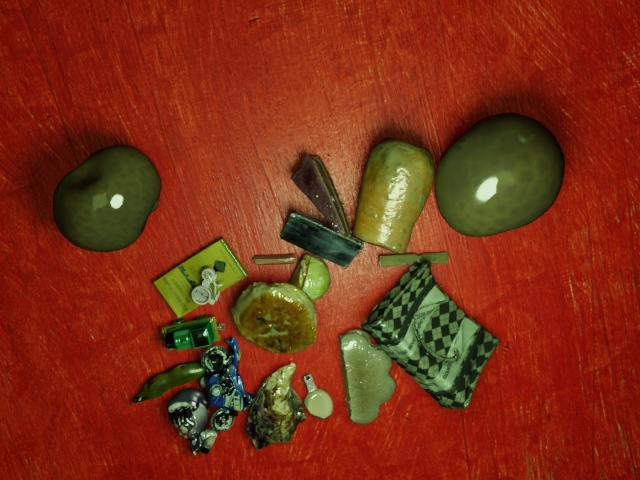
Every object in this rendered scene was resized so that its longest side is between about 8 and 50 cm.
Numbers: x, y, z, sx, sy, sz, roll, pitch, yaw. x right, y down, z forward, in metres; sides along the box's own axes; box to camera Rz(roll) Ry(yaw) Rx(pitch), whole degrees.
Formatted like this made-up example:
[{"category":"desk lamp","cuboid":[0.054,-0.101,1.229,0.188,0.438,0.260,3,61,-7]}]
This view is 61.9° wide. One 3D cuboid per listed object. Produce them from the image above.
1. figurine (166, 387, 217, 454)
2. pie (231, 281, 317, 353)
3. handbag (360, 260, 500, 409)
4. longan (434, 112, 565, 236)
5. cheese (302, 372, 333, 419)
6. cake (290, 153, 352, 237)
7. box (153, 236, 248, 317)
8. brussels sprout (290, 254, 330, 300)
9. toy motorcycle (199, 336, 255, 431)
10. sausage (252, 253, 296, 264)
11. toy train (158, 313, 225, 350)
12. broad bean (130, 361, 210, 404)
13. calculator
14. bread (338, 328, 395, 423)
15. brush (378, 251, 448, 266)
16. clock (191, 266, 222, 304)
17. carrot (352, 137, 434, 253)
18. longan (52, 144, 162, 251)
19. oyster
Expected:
[{"category":"figurine","cuboid":[-0.431,0.613,1.830,0.145,0.145,0.222,-24,106,2]},{"category":"pie","cuboid":[-0.145,0.263,1.750,0.315,0.092,0.315,7,129,9]},{"category":"handbag","cuboid":[0.374,0.298,1.747,0.416,0.180,0.317,44,65,-10]},{"category":"longan","cuboid":[0.543,-0.192,1.626,0.404,0.336,0.405,-20,135,-21]},{"category":"cheese","cuboid":[-0.022,0.553,1.873,0.092,0.047,0.171,-43,101,-16]},{"category":"cake","cuboid":[0.005,-0.128,1.692,0.112,0.116,0.295,-36,71,19]},{"category":"box","cuboid":[-0.402,0.126,1.793,0.279,0.041,0.153,-32,100,3]},{"category":"brussels sprout","cuboid":[-0.023,0.129,1.763,0.122,0.149,0.152,14,116,-22]},{"category":"toy motorcycle","cuboid":[-0.311,0.488,1.814,0.168,0.113,0.316,-11,100,-28]},{"category":"sausage","cuboid":[-0.155,0.065,1.798,0.147,0.035,0.030,-2,68,0]},{"category":"toy train","cuboid":[-0.432,0.314,1.777,0.227,0.136,0.091,-11,100,-3]},{"category":"broad bean","cuboid":[-0.507,0.475,1.838,0.338,0.061,0.077,-25,107,3]},{"category":"calculator","cuboid":[0.000,0.000,1.751,0.261,0.021,0.161,26,142,-7]},{"category":"bread","cuboid":[0.164,0.468,1.847,0.183,0.102,0.338,-8,101,-1]},{"category":"brush","cuboid":[0.317,0.062,1.821,0.247,0.036,0.043,-4,104,-9]},{"category":"clock","cuboid":[-0.371,0.153,1.760,0.087,0.041,0.129,21,104,-3]},{"category":"carrot","cuboid":[0.226,-0.143,1.685,0.224,0.224,0.341,16,102,-5]},{"category":"longan","cuboid":[-0.640,-0.125,1.624,0.288,0.288,0.350,38,90,-8]},{"category":"oyster","cuboid":[-0.144,0.586,1.838,0.275,0.100,0.271,-39,122,-17]}]
